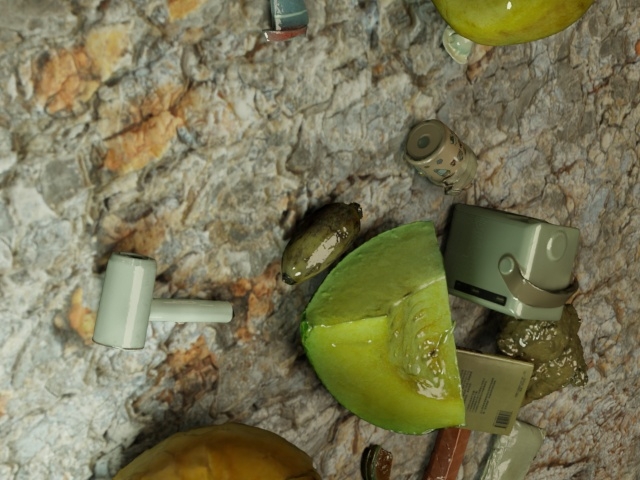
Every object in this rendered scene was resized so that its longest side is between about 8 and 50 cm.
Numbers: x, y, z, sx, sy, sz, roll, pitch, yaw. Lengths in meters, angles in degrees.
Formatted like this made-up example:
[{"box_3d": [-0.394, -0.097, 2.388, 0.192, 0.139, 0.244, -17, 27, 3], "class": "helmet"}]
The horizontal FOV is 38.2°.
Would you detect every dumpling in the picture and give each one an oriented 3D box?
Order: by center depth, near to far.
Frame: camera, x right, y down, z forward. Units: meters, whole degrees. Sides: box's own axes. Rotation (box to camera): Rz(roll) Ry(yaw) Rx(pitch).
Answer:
[{"box_3d": [0.241, -0.355, 1.623, 0.059, 0.043, 0.077, 1, 118, -24], "class": "dumpling"}]

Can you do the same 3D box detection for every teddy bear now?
[{"box_3d": [0.444, 0.205, 1.873, 0.267, 0.156, 0.256, -51, 127, -16], "class": "teddy bear"}]

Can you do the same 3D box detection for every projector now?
[{"box_3d": [0.351, 0.039, 1.690, 0.163, 0.242, 0.177, 5, 99, -39], "class": "projector"}]

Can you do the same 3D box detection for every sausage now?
[{"box_3d": [0.243, 0.442, 1.826, 0.065, 0.065, 0.169, 23, 85, -42], "class": "sausage"}]

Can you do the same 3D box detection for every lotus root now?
[{"box_3d": [0.000, 0.000, 1.485, 0.080, 0.089, 0.179, 46, 70, 1], "class": "lotus root"}]

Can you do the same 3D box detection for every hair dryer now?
[{"box_3d": [-0.211, 0.092, 1.343, 0.236, 0.073, 0.131, 9, 95, -44], "class": "hair dryer"}]

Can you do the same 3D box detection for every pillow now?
[{"box_3d": [0.400, 0.494, 1.985, 0.148, 0.050, 0.230, 26, 84, -35], "class": "pillow"}]

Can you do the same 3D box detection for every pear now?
[{"box_3d": [0.313, -0.464, 1.487, 0.304, 0.304, 0.304, -12, 109, -38], "class": "pear"}]

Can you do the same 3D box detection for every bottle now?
[{"box_3d": [0.222, -0.139, 1.631, 0.152, 0.099, 0.099, 36, 78, -44], "class": "bottle"}]

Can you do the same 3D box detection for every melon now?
[{"box_3d": [0.141, 0.183, 1.578, 0.331, 0.226, 0.344, -44, 139, -36], "class": "melon"}]

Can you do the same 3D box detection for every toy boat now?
[{"box_3d": [-0.054, -0.360, 1.375, 0.096, 0.034, 0.122, -19, 112, -42], "class": "toy boat"}]

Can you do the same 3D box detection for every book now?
[{"box_3d": [0.282, 0.286, 1.766, 0.230, 0.026, 0.161, 13, 103, -18], "class": "book"}]

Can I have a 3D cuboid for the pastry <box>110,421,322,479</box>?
[{"box_3d": [-0.142, 0.466, 1.324, 0.409, 0.245, 0.410, 4, 67, -9], "class": "pastry"}]

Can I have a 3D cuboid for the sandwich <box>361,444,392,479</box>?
[{"box_3d": [0.109, 0.426, 1.731, 0.069, 0.026, 0.101, -10, 108, -37], "class": "sandwich"}]
